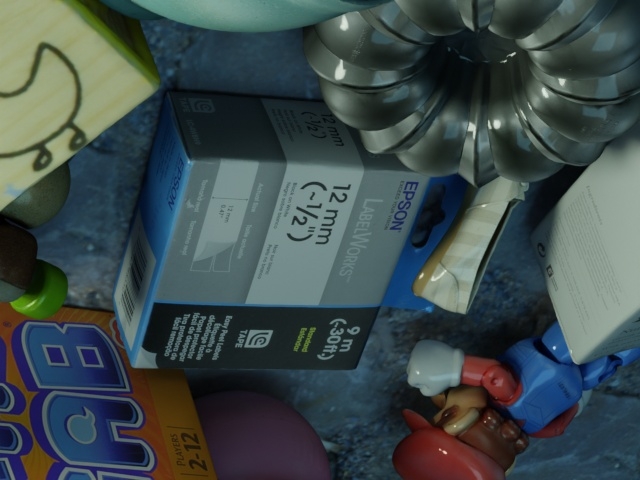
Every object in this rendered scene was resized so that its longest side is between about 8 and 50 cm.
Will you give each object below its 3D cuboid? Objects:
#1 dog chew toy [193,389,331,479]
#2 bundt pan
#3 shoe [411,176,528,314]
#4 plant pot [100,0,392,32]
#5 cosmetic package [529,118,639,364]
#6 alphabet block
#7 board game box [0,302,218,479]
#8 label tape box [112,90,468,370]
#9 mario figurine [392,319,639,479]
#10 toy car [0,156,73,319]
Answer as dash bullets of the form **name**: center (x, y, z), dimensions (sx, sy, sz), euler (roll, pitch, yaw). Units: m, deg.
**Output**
- **dog chew toy**: center (-0.067, 0.308, 1.601), dimensions (0.206, 0.332, 0.207), euler (-10, 131, -12)
- **bundt pan**: center (0.133, -0.166, 1.324), dimensions (0.330, 0.124, 0.331), euler (7, 141, 6)
- **shoe**: center (0.167, -0.029, 1.544), dimensions (0.219, 0.058, 0.076), euler (-61, 160, 6)
- **plant pot**: center (-0.084, -0.275, 1.161), dimensions (0.196, 0.293, 0.293), euler (-19, 140, 35)
- **cosmetic package**: center (0.371, -0.034, 1.479), dimensions (0.217, 0.156, 0.385), euler (-12, 161, -18)
- **alphabet block**: center (-0.268, -0.162, 1.221), dimensions (0.197, 0.193, 0.192), euler (-37, 133, 12)
- **board game box**: center (-0.324, 0.299, 1.481), dimensions (0.356, 0.356, 0.356), euler (9, 125, -27)
- **label tape box**: center (0.000, 0.000, 1.513), dimensions (0.347, 0.115, 0.249), euler (4, 128, -21)
- **mario figurine**: center (0.203, 0.146, 1.737), dimensions (0.320, 0.170, 0.198), euler (-39, 96, 1)
- **toy car**: center (-0.275, -0.051, 1.382), dimensions (0.155, 0.149, 0.188), euler (32, 87, -50)
